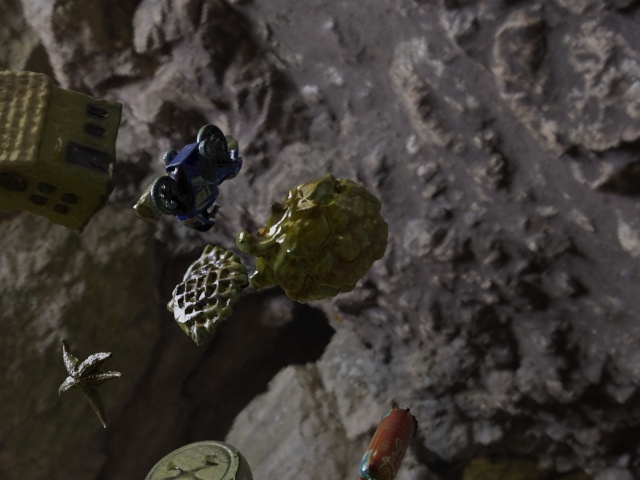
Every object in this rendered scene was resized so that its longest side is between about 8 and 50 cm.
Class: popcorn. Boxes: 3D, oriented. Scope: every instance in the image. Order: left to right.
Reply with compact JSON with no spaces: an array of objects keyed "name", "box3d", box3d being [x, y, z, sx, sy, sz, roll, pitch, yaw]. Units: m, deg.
[{"name":"popcorn","box3d":[-0.005,0.008,2.101,0.279,0.335,0.274,29,174,39]}]

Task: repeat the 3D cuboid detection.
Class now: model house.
[{"name":"model house","box3d":[-0.453,-0.143,1.457,0.234,0.193,0.175,15,147,-24]}]

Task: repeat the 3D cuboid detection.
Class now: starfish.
[{"name":"starfish","box3d":[-0.511,0.309,2.005,0.223,0.050,0.216,-29,93,39]}]

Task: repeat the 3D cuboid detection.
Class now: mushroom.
[{"name":"mushroom","box3d":[-0.338,-0.155,2.295,0.081,0.312,0.100,51,169,0]}]

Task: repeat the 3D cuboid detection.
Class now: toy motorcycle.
[{"name":"toy motorcycle","box3d":[-0.258,-0.126,1.981,0.113,0.315,0.168,-11,119,31]}]

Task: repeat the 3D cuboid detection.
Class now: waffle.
[{"name":"waffle","box3d":[-0.252,0.111,2.046,0.054,0.204,0.223,40,179,-40]}]

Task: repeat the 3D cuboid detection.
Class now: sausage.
[{"name":"sausage","box3d":[0.123,0.403,1.740,0.083,0.083,0.264,44,-158,2]}]

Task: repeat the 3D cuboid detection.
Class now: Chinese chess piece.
[{"name":"Chinese chess piece","box3d":[-0.247,0.506,1.877,0.238,0.238,0.092,31,140,60]}]
